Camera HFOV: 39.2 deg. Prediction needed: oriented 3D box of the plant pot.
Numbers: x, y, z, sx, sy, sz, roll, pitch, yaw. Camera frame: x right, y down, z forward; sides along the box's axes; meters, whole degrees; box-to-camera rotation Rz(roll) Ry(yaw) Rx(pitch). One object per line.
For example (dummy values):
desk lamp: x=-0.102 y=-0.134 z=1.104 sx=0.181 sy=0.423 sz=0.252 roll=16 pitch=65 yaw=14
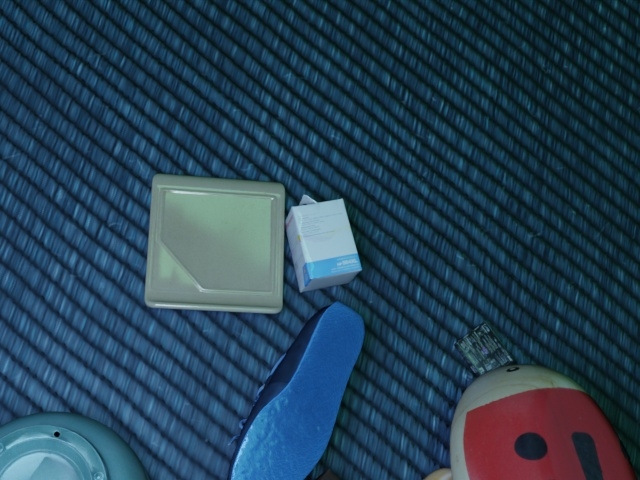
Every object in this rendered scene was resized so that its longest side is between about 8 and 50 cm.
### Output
plant pot: x=-0.371 y=0.357 z=1.207 sx=0.293 sy=0.196 sz=0.293 roll=4 pitch=63 yaw=-8

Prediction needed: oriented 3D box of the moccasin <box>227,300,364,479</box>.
moccasin: x=-0.034 y=0.257 z=1.380 sx=0.137 sy=0.117 sz=0.342 roll=40 pitch=64 yaw=-10

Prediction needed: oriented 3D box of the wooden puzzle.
wooden puzzle: x=-0.170 y=0.006 z=1.470 sx=0.221 sy=0.044 sz=0.239 roll=4 pitch=67 yaw=-10

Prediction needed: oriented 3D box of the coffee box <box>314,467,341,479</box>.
coffee box: x=0.046 y=0.477 z=1.300 sx=0.246 sy=0.098 sz=0.141 roll=44 pitch=30 yaw=3

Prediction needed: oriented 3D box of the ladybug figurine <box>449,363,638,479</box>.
ladybug figurine: x=0.354 y=0.372 z=1.324 sx=0.305 sy=0.162 sz=0.449 roll=7 pitch=51 yaw=-25

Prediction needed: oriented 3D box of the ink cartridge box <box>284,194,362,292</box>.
ink cartridge box: x=0.000 y=0.000 z=1.476 sx=0.090 sy=0.092 sz=0.143 roll=-10 pitch=75 yaw=-15

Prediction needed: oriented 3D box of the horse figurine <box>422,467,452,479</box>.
horse figurine: x=0.228 y=0.411 z=1.407 sx=0.263 sy=0.066 sz=0.174 roll=-10 pitch=75 yaw=-15

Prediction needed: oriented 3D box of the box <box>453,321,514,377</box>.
box: x=0.276 y=0.189 z=1.512 sx=0.067 sy=0.018 sz=0.083 roll=-34 pitch=82 yaw=-19
